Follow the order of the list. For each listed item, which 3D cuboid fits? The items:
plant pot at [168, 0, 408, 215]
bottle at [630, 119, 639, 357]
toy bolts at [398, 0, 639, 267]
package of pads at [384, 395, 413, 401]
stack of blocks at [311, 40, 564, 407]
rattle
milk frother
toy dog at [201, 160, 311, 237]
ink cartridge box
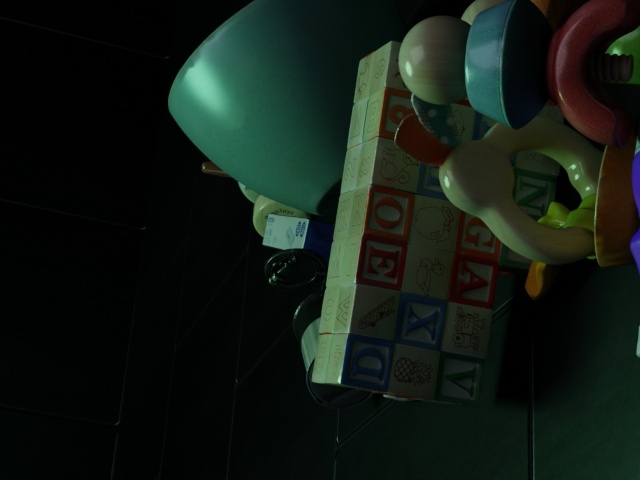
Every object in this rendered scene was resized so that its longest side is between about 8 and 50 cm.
[{"bbox_3d":[0.002,-0.145,1.593,0.195,0.290,0.290,57,147,15],"label":"plant pot"},{"bbox_3d":[0.254,-0.060,0.892,0.118,0.092,0.283,152,128,-76],"label":"bottle"},{"bbox_3d":[0.150,-0.094,0.989,0.228,0.158,0.218,1,-85,-68],"label":"toy bolts"},{"bbox_3d":[0.093,0.136,1.415,0.083,0.032,0.050,155,128,-71],"label":"package of pads"},{"bbox_3d":[0.105,-0.007,1.226,0.087,0.171,0.297,165,115,-72],"label":"stack of blocks"},{"bbox_3d":[0.128,-0.037,1.115,0.143,0.200,0.130,151,129,-70],"label":"rattle"},{"bbox_3d":[-0.001,0.093,1.570,0.135,0.143,0.129,-109,42,-65],"label":"milk frother"},{"bbox_3d":[-0.057,-0.163,1.924,0.220,0.161,0.333,-113,38,-63],"label":"toy dog"},{"bbox_3d":[0.000,0.000,1.721,0.207,0.097,0.046,-170,92,-74],"label":"ink cartridge box"}]
